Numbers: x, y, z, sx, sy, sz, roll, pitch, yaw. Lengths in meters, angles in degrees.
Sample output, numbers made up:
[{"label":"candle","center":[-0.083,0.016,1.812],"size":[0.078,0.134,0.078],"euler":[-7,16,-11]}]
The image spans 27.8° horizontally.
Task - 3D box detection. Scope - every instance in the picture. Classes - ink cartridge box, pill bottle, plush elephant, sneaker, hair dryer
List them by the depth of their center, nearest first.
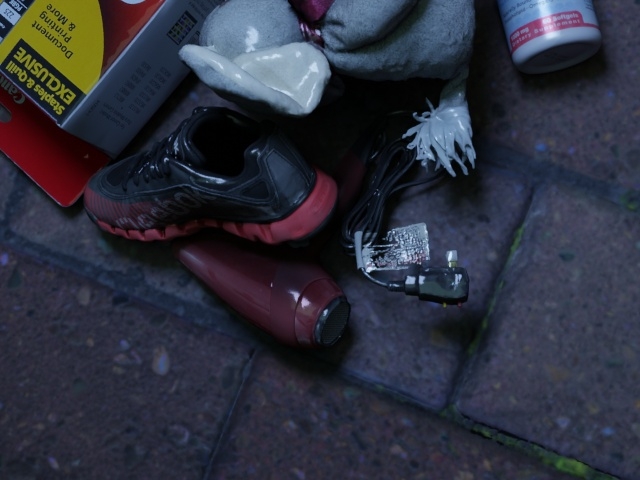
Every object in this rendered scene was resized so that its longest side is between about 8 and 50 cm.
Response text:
[{"label":"plush elephant","center":[-0.001,-0.213,1.158],"size":[0.255,0.272,0.330],"euler":[-5,93,-4]},{"label":"sneaker","center":[-0.122,-0.063,1.199],"size":[0.276,0.135,0.098],"euler":[1,51,32]},{"label":"pill bottle","center":[0.206,-0.246,1.220],"size":[0.087,0.087,0.160],"euler":[-15,78,8]},{"label":"hair dryer","center":[0.000,0.000,1.238],"size":[0.293,0.080,0.224],"euler":[-11,54,9]},{"label":"ink cartridge box","center":[-0.288,-0.233,1.283],"size":[0.309,0.130,0.272],"euler":[40,91,20]}]
